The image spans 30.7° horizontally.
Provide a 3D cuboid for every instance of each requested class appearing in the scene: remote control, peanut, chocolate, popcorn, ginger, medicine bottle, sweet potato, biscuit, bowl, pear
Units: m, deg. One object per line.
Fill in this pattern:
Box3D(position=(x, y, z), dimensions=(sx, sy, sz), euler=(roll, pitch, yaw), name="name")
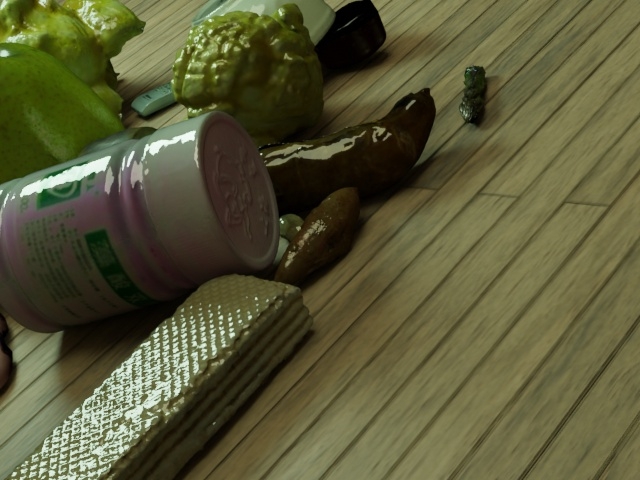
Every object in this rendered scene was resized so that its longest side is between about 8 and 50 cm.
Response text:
Box3D(position=(-0.262, -0.270, 2.108), dimensions=(0.162, 0.029, 0.061), euler=(-28, 31, -18), name="remote control")
Box3D(position=(-0.032, -0.011, 1.504), dimensions=(0.037, 0.037, 0.083), euler=(-30, 34, -13), name="peanut")
Box3D(position=(0.051, -0.331, 1.928), dimensions=(0.125, 0.080, 0.149), euler=(-45, 22, -15), name="chocolate")
Box3D(position=(-0.105, -0.238, 1.736), dimensions=(0.195, 0.254, 0.256), euler=(43, 22, 31), name="popcorn")
Box3D(position=(0.012, -0.100, 1.552), dimensions=(0.309, 0.107, 0.133), euler=(-17, 13, 14), name="ginger")
Box3D(position=(-0.479, -0.335, 2.121), dimensions=(0.326, 0.290, 0.321), euler=(-35, 27, 18), name="popcorn")
Box3D(position=(-0.239, -0.017, 1.462), dimensions=(0.326, 0.212, 0.212), euler=(-16, 29, 20), name="medicine bottle")
Box3D(position=(0.000, 0.000, 1.437), dimensions=(0.206, 0.068, 0.060), euler=(-46, 1, -32), name="sweet potato")
Box3D(position=(-0.179, 0.189, 1.228), dimensions=(0.144, 0.078, 0.426), euler=(7, 41, 41), name="biscuit")
Box3D(position=(-0.123, -0.351, 1.960), dimensions=(0.277, 0.145, 0.277), euler=(-33, 22, 16), name="bowl")
Box3D(position=(-0.494, -0.166, 1.817), dimensions=(0.343, 0.318, 0.238), euler=(-30, 25, -8), name="pear")

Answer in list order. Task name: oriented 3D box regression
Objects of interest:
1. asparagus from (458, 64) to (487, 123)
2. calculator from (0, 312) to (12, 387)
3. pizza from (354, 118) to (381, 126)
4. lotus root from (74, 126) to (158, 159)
Box3D(position=(0.216, -0.207, 1.657), dimensions=(0.036, 0.030, 0.165), euler=(9, 34, 7), name="asparagus")
Box3D(position=(-0.520, 0.161, 1.554), dimensions=(0.220, 0.048, 0.330), euler=(-28, 31, -13), name="calculator")
Box3D(position=(0.065, -0.139, 1.645), dimensions=(0.160, 0.035, 0.099), euler=(-18, 29, 11), name="pizza")
Box3D(position=(-0.289, -0.081, 1.723), dimensions=(0.119, 0.138, 0.234), euler=(-21, 33, 25), name="lotus root")
